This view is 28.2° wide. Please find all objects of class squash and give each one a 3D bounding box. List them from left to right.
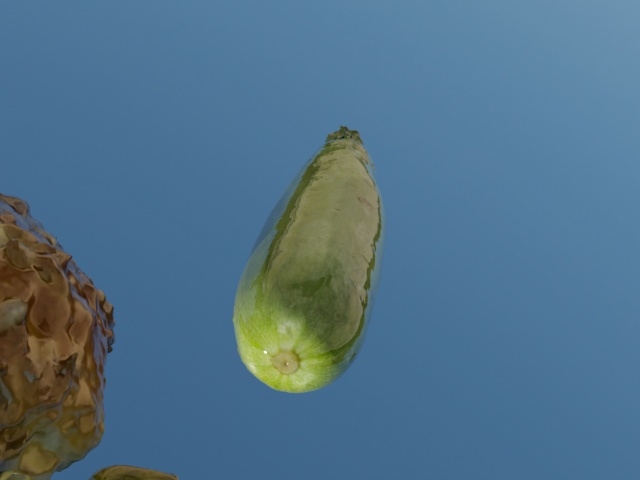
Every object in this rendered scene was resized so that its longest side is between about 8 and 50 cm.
[{"bbox_3d":[0.001,0.007,1.127,0.118,0.118,0.370,26,-150,-6],"label":"squash"}]

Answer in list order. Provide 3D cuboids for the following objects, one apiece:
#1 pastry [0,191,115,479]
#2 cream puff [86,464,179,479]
[{"bbox_3d":[-0.323,0.065,0.873,0.337,0.292,0.405,38,174,-9],"label":"pastry"},{"bbox_3d":[-0.182,0.338,1.336,0.221,0.195,0.195,55,-148,0],"label":"cream puff"}]
